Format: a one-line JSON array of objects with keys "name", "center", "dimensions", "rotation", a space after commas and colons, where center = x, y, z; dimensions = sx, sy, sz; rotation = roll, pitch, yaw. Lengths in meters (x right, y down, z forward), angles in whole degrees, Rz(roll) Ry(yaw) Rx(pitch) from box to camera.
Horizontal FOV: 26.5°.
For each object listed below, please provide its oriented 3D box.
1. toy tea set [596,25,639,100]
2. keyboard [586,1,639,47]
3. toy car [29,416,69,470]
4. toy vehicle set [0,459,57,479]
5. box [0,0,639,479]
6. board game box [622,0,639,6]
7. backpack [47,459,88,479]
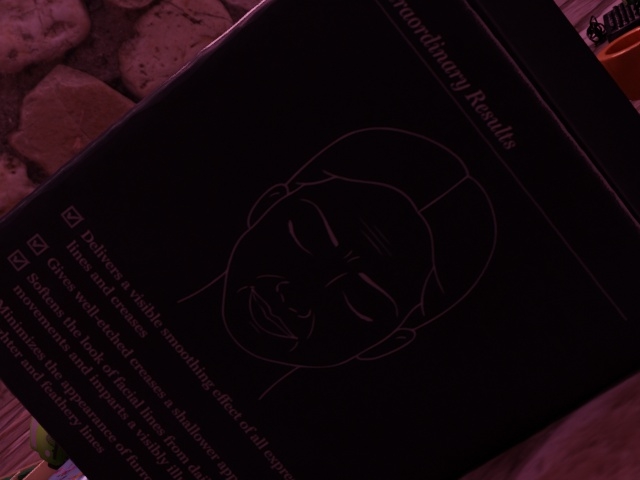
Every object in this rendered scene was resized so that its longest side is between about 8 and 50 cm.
[{"name": "toy tea set", "center": [0.264, -0.173, 1.209], "dimensions": [0.336, 0.124, 0.200], "rotation": [-26, 14, 28]}, {"name": "keyboard", "center": [0.393, -0.301, 1.809], "dimensions": [0.100, 0.038, 0.192], "rotation": [-37, 7, 17]}, {"name": "toy car", "center": [-0.226, 0.168, 1.284], "dimensions": [0.225, 0.053, 0.239], "rotation": [8, -85, -81]}, {"name": "toy vehicle set", "center": [-0.464, 0.381, 1.838], "dimensions": [0.166, 0.035, 0.267], "rotation": [-44, 9, -36]}, {"name": "box", "center": [0.005, 0.002, 0.885], "dimensions": [0.395, 0.293, 0.212], "rotation": [-35, 9, 23]}, {"name": "board game box", "center": [0.505, -0.397, 1.807], "dimensions": [0.136, 0.030, 0.259], "rotation": [-21, 18, 47]}, {"name": "backpack", "center": [-0.135, 0.199, 1.066], "dimensions": [0.173, 0.117, 0.158], "rotation": [-40, 8, -34]}]
